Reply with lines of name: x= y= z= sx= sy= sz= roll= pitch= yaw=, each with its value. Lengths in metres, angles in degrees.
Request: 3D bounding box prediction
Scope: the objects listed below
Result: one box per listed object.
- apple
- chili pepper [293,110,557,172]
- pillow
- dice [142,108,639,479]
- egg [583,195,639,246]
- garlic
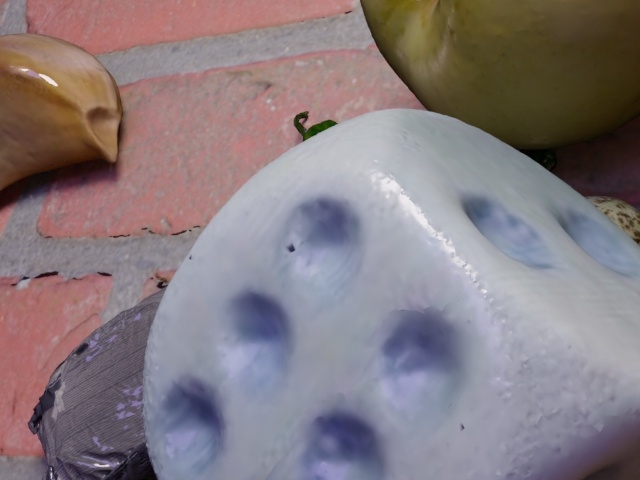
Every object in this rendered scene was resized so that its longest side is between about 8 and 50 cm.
apple: x=0.172 y=-0.216 z=0.870 sx=0.254 sy=0.292 sz=0.292 roll=-8 pitch=49 yaw=-20
chili pepper: x=0.058 y=-0.066 z=0.997 sx=0.279 sy=0.065 sz=0.122 roll=17 pitch=52 yaw=33
pillow: x=-0.120 y=0.120 z=0.992 sx=0.335 sy=0.092 sz=0.161 roll=-31 pitch=57 yaw=14
dice: x=0.070 y=0.094 z=0.725 sx=0.268 sy=0.263 sz=0.264 roll=-52 pitch=57 yaw=23
egg: x=0.195 y=0.011 z=0.855 sx=0.110 sy=0.085 sz=0.085 roll=-15 pitch=57 yaw=31
garlic: x=-0.375 y=-0.111 z=1.261 sx=0.338 sy=0.151 sz=0.196 roll=-26 pitch=66 yaw=20
